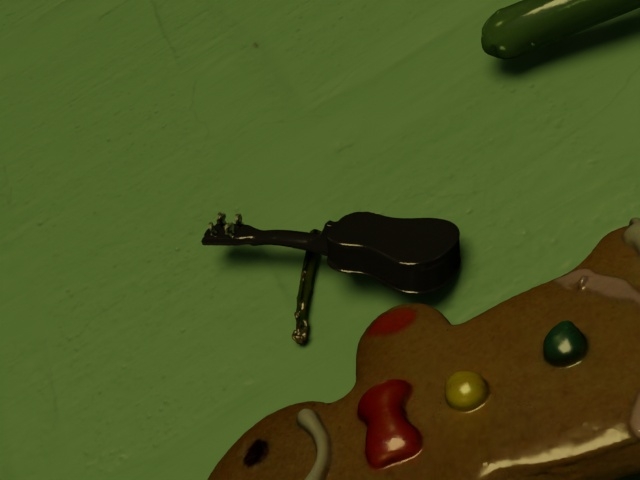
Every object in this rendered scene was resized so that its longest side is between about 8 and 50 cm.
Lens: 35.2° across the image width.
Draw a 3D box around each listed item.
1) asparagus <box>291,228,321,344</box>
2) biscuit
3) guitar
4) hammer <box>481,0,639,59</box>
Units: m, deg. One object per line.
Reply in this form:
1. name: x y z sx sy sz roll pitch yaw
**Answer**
1. asparagus: -0.013 0.043 0.949 0.018 0.015 0.127 -9 50 23
2. biscuit: 0.097 0.130 0.745 0.431 0.064 0.283 -22 35 12
3. guitar: -0.001 -0.002 0.936 0.271 0.038 0.084 9 32 29
4. hammer: 0.311 -0.240 0.945 0.335 0.119 0.207 -19 46 24
